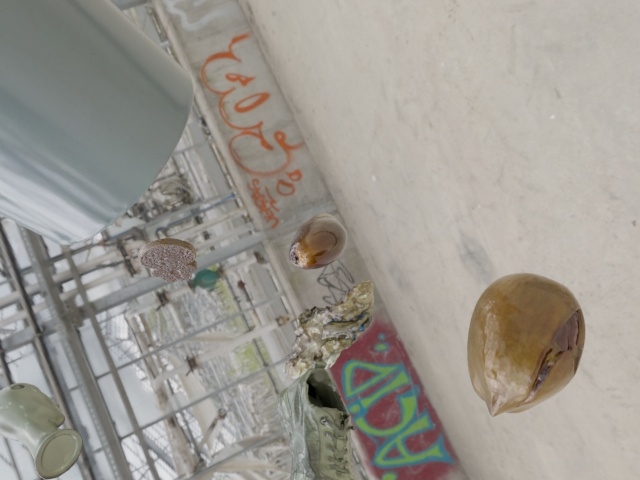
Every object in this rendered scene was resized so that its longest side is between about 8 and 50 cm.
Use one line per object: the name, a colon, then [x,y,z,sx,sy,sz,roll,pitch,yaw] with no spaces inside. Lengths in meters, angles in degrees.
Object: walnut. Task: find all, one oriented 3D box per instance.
walnut: [0.368,0.196,0.893,0.203,0.298,0.203,29,154,15]

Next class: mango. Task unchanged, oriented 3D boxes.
mango: [0.000,0.000,1.156,0.111,0.133,0.267,56,-163,-11]

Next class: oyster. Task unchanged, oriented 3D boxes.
oyster: [0.008,0.184,0.983,0.083,0.223,0.214,44,145,-13]

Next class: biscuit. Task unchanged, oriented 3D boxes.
biscuit: [-0.339,0.043,1.081,0.175,0.124,0.026,98,163,-59]

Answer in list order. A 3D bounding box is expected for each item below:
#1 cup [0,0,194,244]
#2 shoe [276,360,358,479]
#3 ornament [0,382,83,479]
cup: [-0.275,-0.154,0.358,0.312,0.205,0.205,41,-170,-46]
shoe: [0.006,0.291,0.694,0.098,0.103,0.275,-60,29,19]
ornament: [-0.399,0.255,0.673,0.156,0.081,0.074,20,113,34]
